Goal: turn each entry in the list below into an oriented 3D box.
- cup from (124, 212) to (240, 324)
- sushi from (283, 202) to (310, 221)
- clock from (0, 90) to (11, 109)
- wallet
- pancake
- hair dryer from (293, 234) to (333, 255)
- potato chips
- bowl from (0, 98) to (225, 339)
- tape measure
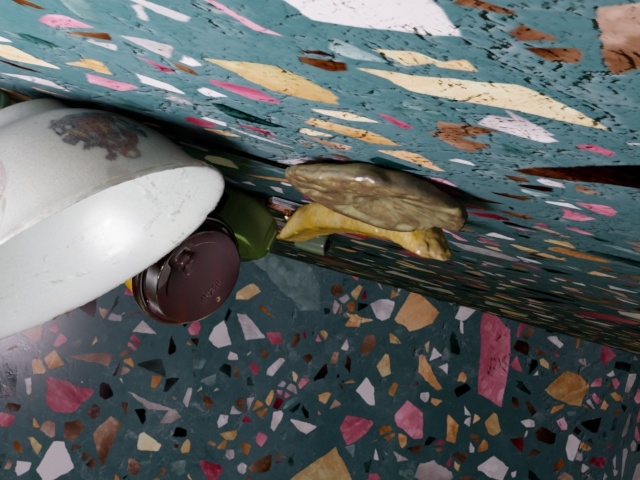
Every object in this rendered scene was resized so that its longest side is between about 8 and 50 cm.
[{"bbox_3d":[-0.271,0.011,1.848,0.196,0.196,0.280,19,-172,-46],"label":"cup"},{"bbox_3d":[-0.012,-0.040,1.836,0.099,0.047,0.050,-4,-178,18],"label":"sushi"},{"bbox_3d":[-0.480,-0.179,1.472,0.159,0.066,0.211,17,175,-25],"label":"clock"},{"bbox_3d":[0.003,-0.040,1.930,0.196,0.020,0.103,16,175,-10],"label":"wallet"},{"bbox_3d":[0.067,-0.056,1.346,0.222,0.042,0.236,20,172,-7],"label":"pancake"},{"bbox_3d":[0.000,0.000,2.424,0.071,0.047,0.150,16,-173,18],"label":"hair dryer"},{"bbox_3d":[0.046,-0.023,1.633,0.057,0.080,0.407,-2,-176,-33],"label":"potato chips"},{"bbox_3d":[-0.353,-0.050,1.406,0.435,0.196,0.435,-29,170,-6],"label":"bowl"},{"bbox_3d":[-0.164,-0.028,1.961,0.200,0.106,0.175,38,159,-25],"label":"tape measure"}]
